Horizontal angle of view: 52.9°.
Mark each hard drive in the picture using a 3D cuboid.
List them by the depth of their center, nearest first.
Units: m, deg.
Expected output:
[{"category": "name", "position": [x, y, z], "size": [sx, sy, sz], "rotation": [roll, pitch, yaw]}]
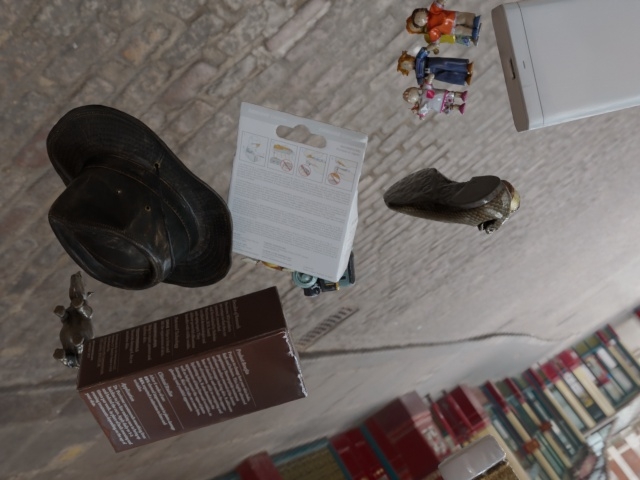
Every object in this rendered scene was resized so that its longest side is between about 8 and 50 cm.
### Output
[{"category": "hard drive", "position": [0.507, -0.355, 1.232], "size": [0.353, 0.233, 0.047], "rotation": [-15, -176, -19]}]

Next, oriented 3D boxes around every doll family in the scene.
[{"category": "doll family", "position": [0.245, -0.392, 1.360], "size": [0.118, 0.163, 0.263], "rotation": [-58, 157, -50]}]

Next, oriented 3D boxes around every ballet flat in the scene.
[{"category": "ballet flat", "position": [0.154, -0.048, 0.804], "size": [0.084, 0.058, 0.250], "rotation": [-41, -161, -13]}]

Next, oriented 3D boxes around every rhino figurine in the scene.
[{"category": "rhino figurine", "position": [-0.536, 0.170, 1.414], "size": [0.073, 0.243, 0.106], "rotation": [-9, 146, -4]}]

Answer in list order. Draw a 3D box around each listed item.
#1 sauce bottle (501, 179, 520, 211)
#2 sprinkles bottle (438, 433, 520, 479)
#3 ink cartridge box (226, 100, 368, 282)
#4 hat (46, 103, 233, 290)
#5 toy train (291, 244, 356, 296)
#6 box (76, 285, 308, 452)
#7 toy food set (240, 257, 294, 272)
[{"category": "sauce bottle", "position": [0.292, -0.065, 1.010], "size": [0.042, 0.042, 0.128], "rotation": [-39, 158, 15]}, {"category": "sprinkles bottle", "position": [0.352, 0.523, 1.123], "size": [0.121, 0.355, 0.121], "rotation": [-28, 159, -12]}, {"category": "ink cartridge box", "position": [-0.035, -0.070, 0.926], "size": [0.066, 0.189, 0.232], "rotation": [-51, 156, -65]}, {"category": "hat", "position": [-0.292, -0.019, 0.928], "size": [0.134, 0.331, 0.331], "rotation": [-55, 177, -41]}, {"category": "toy train", "position": [0.000, 0.000, 1.889], "size": [0.190, 0.333, 0.142], "rotation": [-7, -169, 0]}, {"category": "box", "position": [-0.233, 0.241, 1.210], "size": [0.381, 0.143, 0.191], "rotation": [-14, 126, -2]}, {"category": "toy food set", "position": [-0.107, 0.063, 1.683], "size": [0.132, 0.038, 0.192], "rotation": [23, 153, -40]}]
